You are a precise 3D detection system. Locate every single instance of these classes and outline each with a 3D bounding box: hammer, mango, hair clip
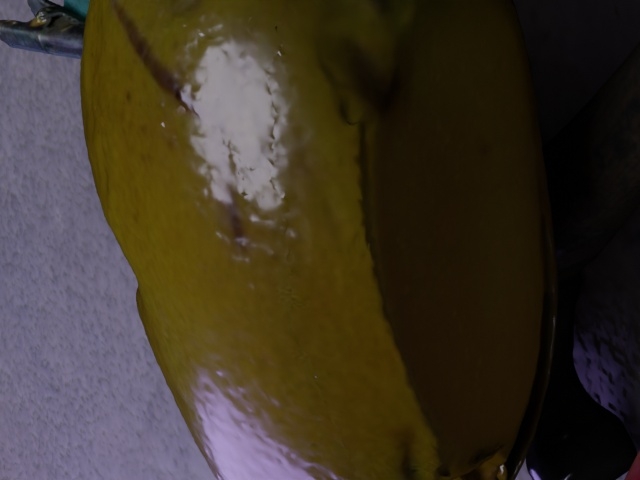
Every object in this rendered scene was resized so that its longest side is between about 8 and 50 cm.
[{"bbox_3d":[0.135,-0.075,0.483,0.168,0.044,0.440,63,147,16],"label":"hammer"},{"bbox_3d":[0.000,0.000,0.570,0.167,0.130,0.262,19,125,56],"label":"mango"},{"bbox_3d":[-0.102,-0.102,0.861,0.173,0.049,0.049,24,124,47],"label":"hair clip"}]

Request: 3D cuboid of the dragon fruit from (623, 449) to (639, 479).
[{"bbox_3d":[0.184,0.085,0.276,0.226,0.305,0.305,42,145,0],"label":"dragon fruit"}]
